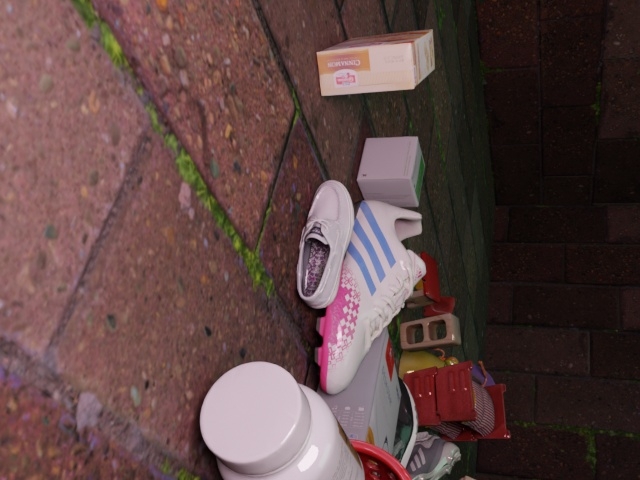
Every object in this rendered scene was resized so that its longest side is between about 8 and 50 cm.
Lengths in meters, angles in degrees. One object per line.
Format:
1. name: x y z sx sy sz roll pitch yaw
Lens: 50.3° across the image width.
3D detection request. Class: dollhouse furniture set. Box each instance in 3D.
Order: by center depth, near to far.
1. dollhouse furniture set: 0.277 0.223 1.445 0.201 0.152 0.374 34 49 -49

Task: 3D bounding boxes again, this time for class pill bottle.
1. pill bottle: -0.038 0.226 0.728 0.229 0.131 0.131 66 31 -50

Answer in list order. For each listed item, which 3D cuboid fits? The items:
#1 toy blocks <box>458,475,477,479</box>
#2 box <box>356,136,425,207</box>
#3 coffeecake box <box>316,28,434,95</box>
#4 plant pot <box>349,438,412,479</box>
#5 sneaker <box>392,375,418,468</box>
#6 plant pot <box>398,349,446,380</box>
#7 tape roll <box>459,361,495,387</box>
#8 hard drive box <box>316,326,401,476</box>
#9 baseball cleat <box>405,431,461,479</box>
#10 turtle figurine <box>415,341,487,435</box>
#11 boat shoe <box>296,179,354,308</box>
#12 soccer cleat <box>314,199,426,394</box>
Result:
1. toy blocks: 0.248 0.650 1.370 0.288 0.309 0.260 -73 -170 -51
2. box: 0.129 -0.124 1.236 0.087 0.102 0.101 61 36 -51
3. coffeecake box: 0.091 -0.278 1.060 0.185 0.142 0.068 -51 137 -61
4. plant pot: 0.035 0.377 0.860 0.191 0.191 0.174 -70 158 -43
5. sneaker: 0.094 0.352 1.163 0.124 0.107 0.283 52 42 -52
6. plant pot: 0.242 0.314 1.585 0.134 0.095 0.134 0 90 -70
7. tape roll: 0.390 0.436 1.873 0.080 0.189 0.189 67 30 -48
8. hard drive box: 0.056 0.274 1.049 0.232 0.089 0.181 -73 156 -46
9. baseball cleat: 0.177 0.436 1.306 0.206 0.109 0.072 -14 119 -43
10. turtle figurine: 0.312 0.385 1.769 0.269 0.087 0.217 31 68 -30
11. boat shoe: 0.000 0.000 0.945 0.063 0.066 0.184 38 65 -67
12. soccer cleat: 0.081 0.075 1.021 0.116 0.143 0.331 85 16 -57
